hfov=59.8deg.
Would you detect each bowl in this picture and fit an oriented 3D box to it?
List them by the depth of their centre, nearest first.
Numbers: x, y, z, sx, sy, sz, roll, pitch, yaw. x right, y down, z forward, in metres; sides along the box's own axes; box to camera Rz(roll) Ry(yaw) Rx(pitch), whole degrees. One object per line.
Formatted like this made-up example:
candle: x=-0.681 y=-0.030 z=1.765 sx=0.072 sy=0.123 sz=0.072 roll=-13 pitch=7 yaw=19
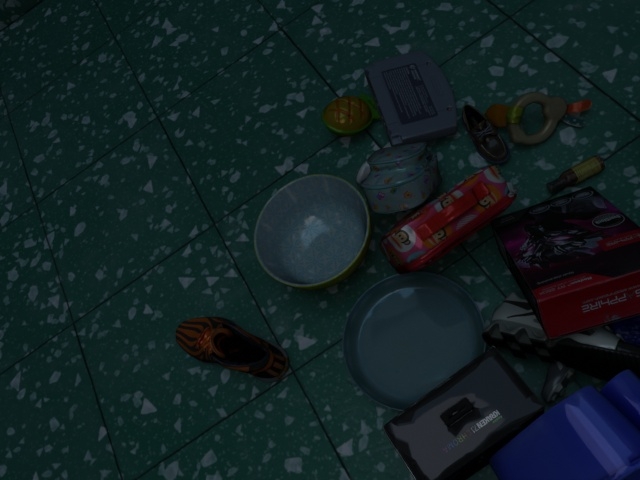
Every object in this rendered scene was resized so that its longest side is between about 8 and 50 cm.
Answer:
bowl: x=0.000 y=0.000 z=1.357 sx=0.290 sy=0.156 sz=0.289 roll=-8 pitch=64 yaw=18

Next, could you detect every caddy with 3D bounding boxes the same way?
caddy: x=0.451 y=0.372 z=0.927 sx=0.242 sy=0.341 sz=0.179 roll=-7 pitch=50 yaw=-32

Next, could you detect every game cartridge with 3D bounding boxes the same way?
game cartridge: x=0.246 y=-0.378 z=1.477 sx=0.196 sy=0.060 sz=0.294 roll=-16 pitch=59 yaw=4

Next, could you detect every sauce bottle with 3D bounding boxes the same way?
sauce bottle: x=0.582 y=-0.149 z=1.275 sx=0.128 sy=0.042 sz=0.042 roll=-28 pitch=60 yaw=9

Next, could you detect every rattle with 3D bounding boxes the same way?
rattle: x=0.534 y=-0.308 z=1.372 sx=0.200 sy=0.143 sz=0.130 roll=-21 pitch=93 yaw=-6

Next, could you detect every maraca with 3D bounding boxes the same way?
maraca: x=0.090 y=-0.346 z=1.521 sx=0.186 sy=0.099 sz=0.127 roll=-26 pitch=66 yaw=-21

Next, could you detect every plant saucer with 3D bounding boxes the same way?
plant saucer: x=0.205 y=0.221 z=1.236 sx=0.318 sy=0.043 sz=0.317 roll=-10 pitch=60 yaw=18

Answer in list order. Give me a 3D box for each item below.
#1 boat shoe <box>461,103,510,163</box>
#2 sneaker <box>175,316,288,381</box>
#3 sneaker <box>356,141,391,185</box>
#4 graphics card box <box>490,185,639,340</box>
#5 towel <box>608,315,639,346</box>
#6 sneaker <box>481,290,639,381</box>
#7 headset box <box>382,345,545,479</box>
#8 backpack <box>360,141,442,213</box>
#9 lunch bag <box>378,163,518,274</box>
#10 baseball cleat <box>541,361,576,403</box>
boat shoe: x=0.399 y=-0.265 z=1.378 sx=0.066 sy=0.066 sz=0.183 roll=-36 pitch=57 yaw=10
sneaker: x=-0.239 y=0.235 z=1.324 sx=0.321 sy=0.180 sz=0.124 roll=10 pitch=71 yaw=24
sneaker: x=0.157 y=-0.192 z=1.447 sx=0.152 sy=0.053 sz=0.061 roll=-42 pitch=62 yaw=-2
graphics card box: x=0.490 y=0.027 z=1.081 sx=0.233 sy=0.094 sz=0.371 roll=-20 pitch=21 yaw=13
towel: x=0.707 y=0.119 z=1.067 sx=0.309 sy=0.076 sz=0.227 roll=-2 pitch=67 yaw=13
sneaker: x=0.483 y=0.164 z=1.045 sx=0.331 sy=0.122 sz=0.146 roll=12 pitch=58 yaw=39
headset box: x=0.270 y=0.342 z=1.026 sx=0.246 sy=0.283 sz=0.131 roll=-37 pitch=59 yaw=2
backpack: x=0.186 y=-0.146 z=1.318 sx=0.166 sy=0.144 sz=0.188 roll=-2 pitch=34 yaw=32
lunch bag: x=0.271 y=-0.047 z=1.203 sx=0.293 sy=0.258 sz=0.120 roll=-34 pitch=85 yaw=-5
baseball cleat: x=0.482 y=0.227 z=1.131 sx=0.110 sy=0.072 sz=0.206 roll=30 pitch=70 yaw=35
